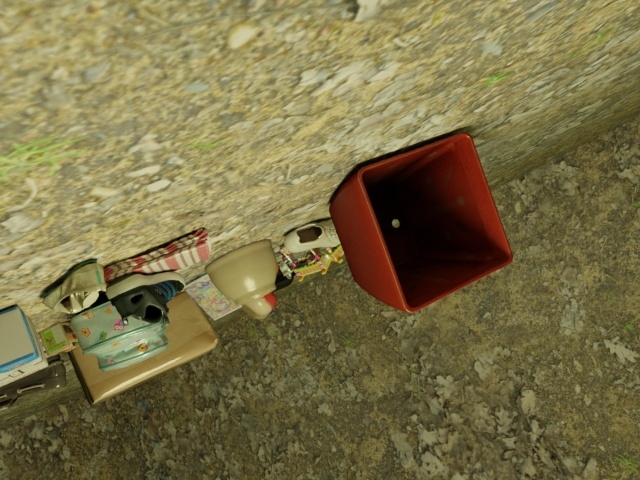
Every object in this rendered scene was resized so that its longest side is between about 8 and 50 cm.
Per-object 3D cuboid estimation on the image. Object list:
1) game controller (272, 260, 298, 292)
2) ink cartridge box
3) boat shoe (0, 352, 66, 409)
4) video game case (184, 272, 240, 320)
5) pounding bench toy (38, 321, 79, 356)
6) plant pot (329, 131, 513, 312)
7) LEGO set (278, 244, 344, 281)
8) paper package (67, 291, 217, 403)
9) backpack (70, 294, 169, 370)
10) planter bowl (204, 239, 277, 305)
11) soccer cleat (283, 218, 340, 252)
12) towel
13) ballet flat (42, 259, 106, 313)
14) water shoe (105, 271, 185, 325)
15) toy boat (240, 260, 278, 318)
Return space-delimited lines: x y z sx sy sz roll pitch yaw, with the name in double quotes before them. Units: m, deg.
"game controller" -0.215 0.147 1.920 0.319 0.067 0.166 -22 158 -27
"ink cartridge box" -0.526 0.184 0.949 0.148 0.085 0.203 -22 172 -23
"boat shoe" -0.764 0.375 1.485 0.335 0.095 0.112 -28 172 20
"video game case" -0.257 0.133 1.427 0.087 0.122 0.011 -28 -151 21
"pounding bench toy" -0.499 0.187 1.197 0.083 0.052 0.065 -27 173 12
"plant pot" 0.168 -0.028 1.186 0.267 0.267 0.236 -22 -177 -25
"LEGO set" 0.000 0.000 1.519 0.287 0.107 0.132 -32 -154 19
"paper package" -0.472 0.288 1.571 0.325 0.168 0.309 -23 172 -26
"backpack" -0.371 0.164 1.127 0.166 0.144 0.188 -18 169 -10
"planter bowl" -0.164 0.081 1.350 0.162 0.109 0.162 -25 174 -3
"soccer cleat" 0.004 -0.016 1.408 0.196 0.068 0.076 -17 167 -33
"towel" -0.277 0.039 1.000 0.197 0.029 0.144 -21 172 -12
"ballet flat" -0.366 0.082 0.888 0.057 0.052 0.168 -18 170 -45
"water shoe" -0.282 0.100 0.993 0.073 0.080 0.203 -24 173 14
"toy boat" -0.164 0.106 1.543 0.151 0.151 0.231 -54 -179 -16
